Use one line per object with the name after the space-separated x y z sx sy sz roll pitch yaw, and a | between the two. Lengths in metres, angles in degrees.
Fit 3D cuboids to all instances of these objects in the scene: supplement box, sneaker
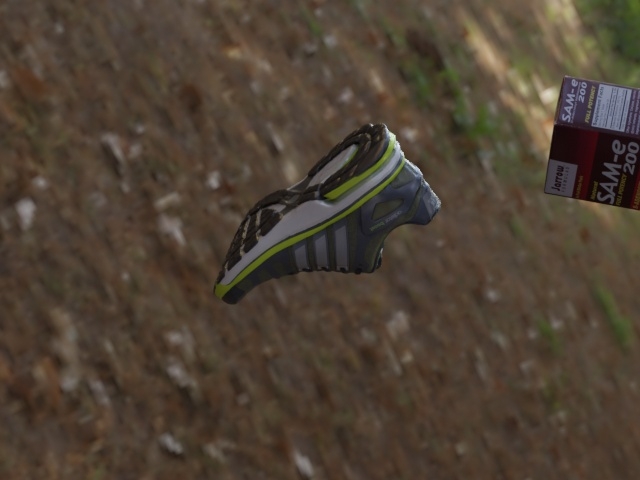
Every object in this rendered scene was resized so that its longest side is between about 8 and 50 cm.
0.367 -0.091 1.752 0.130 0.239 0.073 87 17 -56 | supplement box
0.000 0.000 1.738 0.121 0.300 0.111 42 40 -18 | sneaker
